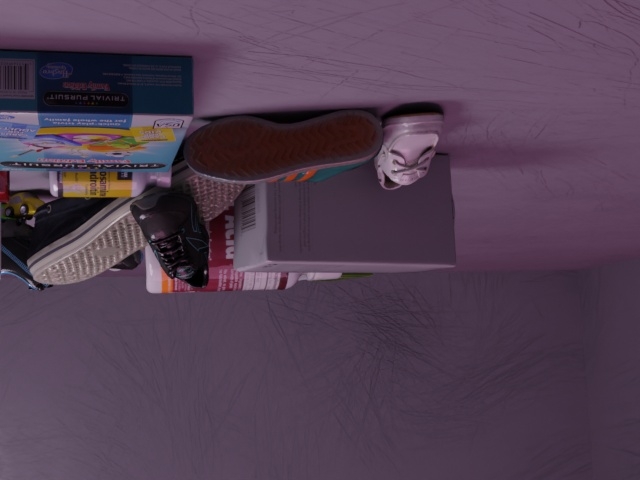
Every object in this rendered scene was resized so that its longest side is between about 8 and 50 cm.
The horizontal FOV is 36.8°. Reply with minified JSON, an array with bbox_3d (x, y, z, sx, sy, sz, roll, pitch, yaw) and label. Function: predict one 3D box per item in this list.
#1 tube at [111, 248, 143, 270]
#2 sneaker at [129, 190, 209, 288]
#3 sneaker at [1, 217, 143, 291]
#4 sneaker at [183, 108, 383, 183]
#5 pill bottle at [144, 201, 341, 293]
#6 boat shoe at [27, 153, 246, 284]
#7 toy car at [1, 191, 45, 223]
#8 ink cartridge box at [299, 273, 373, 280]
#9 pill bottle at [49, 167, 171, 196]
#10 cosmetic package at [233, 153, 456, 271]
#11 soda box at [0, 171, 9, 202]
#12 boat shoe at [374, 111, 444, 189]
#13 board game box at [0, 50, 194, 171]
[{"bbox_3d":[-0.430,-0.008,2.265,0.070,0.062,0.240,33,-147,5],"label":"tube"},{"bbox_3d":[-0.236,0.000,1.612,0.101,0.106,0.267,-17,158,6],"label":"sneaker"},{"bbox_3d":[-0.541,0.042,1.988,0.341,0.139,0.125,6,170,-8],"label":"sneaker"},{"bbox_3d":[-0.054,-0.131,1.482,0.302,0.108,0.121,-4,168,2],"label":"sneaker"},{"bbox_3d":[-0.156,-0.009,1.941,0.392,0.224,0.224,-2,173,-11],"label":"pill bottle"},{"bbox_3d":[-0.342,-0.071,1.719,0.500,0.156,0.187,-24,157,30],"label":"boat shoe"},{"bbox_3d":[-0.676,-0.063,2.034,0.239,0.053,0.225,-1,173,-4],"label":"toy car"},{"bbox_3d":[0.000,0.000,2.214,0.097,0.188,0.255,1,174,-36],"label":"ink cartridge box"},{"bbox_3d":[-0.329,-0.119,1.506,0.184,0.103,0.103,-1,173,-14],"label":"pill bottle"},{"bbox_3d":[0.046,-0.051,1.742,0.385,0.217,0.156,4,170,-27],"label":"cosmetic package"},{"bbox_3d":[-0.629,-0.111,1.518,0.263,0.092,0.083,0,171,-14],"label":"soda box"},{"bbox_3d":[0.141,-0.137,1.542,0.098,0.096,0.277,-1,172,-4],"label":"boat shoe"},{"bbox_3d":[-0.314,-0.160,1.286,0.254,0.079,0.336,0,172,-14],"label":"board game box"}]
